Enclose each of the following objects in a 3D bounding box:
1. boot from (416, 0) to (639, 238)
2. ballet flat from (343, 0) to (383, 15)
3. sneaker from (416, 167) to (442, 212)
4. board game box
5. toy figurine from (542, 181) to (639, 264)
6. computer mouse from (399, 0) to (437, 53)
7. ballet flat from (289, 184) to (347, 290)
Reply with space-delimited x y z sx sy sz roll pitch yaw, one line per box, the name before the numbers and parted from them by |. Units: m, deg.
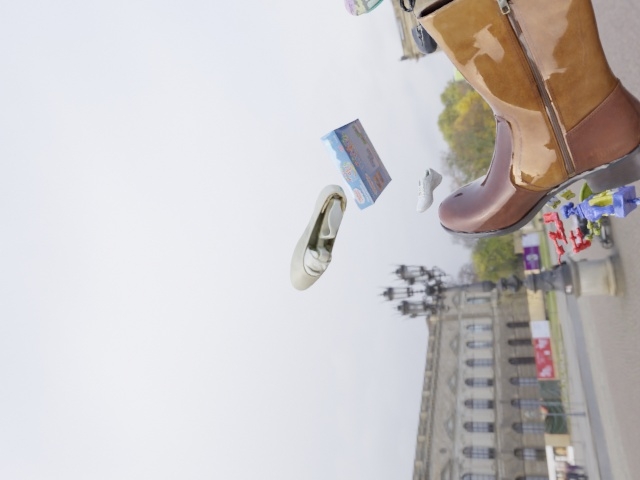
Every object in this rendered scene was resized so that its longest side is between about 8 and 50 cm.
boot | 0.190 -0.132 0.554 0.280 0.264 0.096 41 -130 -31
ballet flat | 0.068 -0.301 0.446 0.079 0.221 0.077 -9 -112 -42
sneaker | 0.317 -0.153 1.537 0.061 0.053 0.152 35 -114 -26
board game box | 0.081 -0.165 1.050 0.160 0.039 0.211 60 -157 -8
toy figurine | 0.811 -0.080 1.416 0.362 0.217 0.192 -20 -86 -39
computer mouse | 0.290 -0.649 1.514 0.242 0.071 0.041 44 -119 -44
ballet flat | 0.000 0.000 1.090 0.086 0.086 0.249 2 -74 -67
